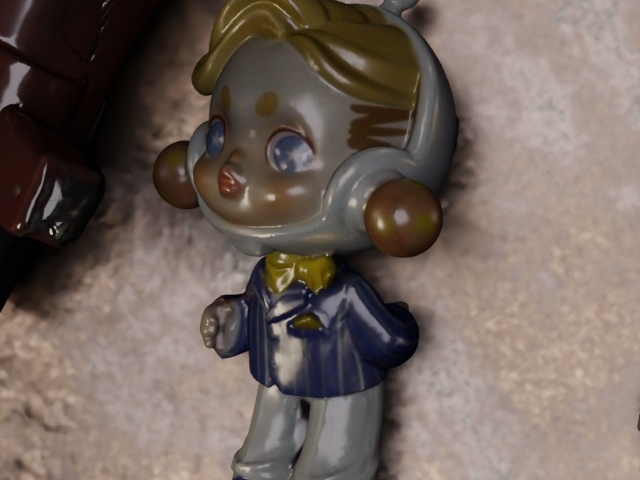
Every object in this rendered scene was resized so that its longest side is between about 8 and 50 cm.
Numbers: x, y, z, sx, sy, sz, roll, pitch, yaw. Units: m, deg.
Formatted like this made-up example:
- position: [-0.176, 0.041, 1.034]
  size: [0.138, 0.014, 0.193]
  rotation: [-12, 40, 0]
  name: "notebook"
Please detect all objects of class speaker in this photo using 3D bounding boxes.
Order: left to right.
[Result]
- position: [-0.117, -0.103, 0.956]
  size: [0.259, 0.198, 0.329]
  rotation: [25, 96, 41]
  name: "speaker"

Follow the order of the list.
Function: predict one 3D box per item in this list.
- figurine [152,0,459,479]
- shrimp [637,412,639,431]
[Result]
- position: [0.007, 0.005, 0.969]
  size: [0.194, 0.133, 0.274]
  rotation: [-20, 80, 48]
  name: "figurine"
- position: [0.203, 0.115, 0.955]
  size: [0.090, 0.079, 0.232]
  rotation: [11, 97, 13]
  name: "shrimp"
